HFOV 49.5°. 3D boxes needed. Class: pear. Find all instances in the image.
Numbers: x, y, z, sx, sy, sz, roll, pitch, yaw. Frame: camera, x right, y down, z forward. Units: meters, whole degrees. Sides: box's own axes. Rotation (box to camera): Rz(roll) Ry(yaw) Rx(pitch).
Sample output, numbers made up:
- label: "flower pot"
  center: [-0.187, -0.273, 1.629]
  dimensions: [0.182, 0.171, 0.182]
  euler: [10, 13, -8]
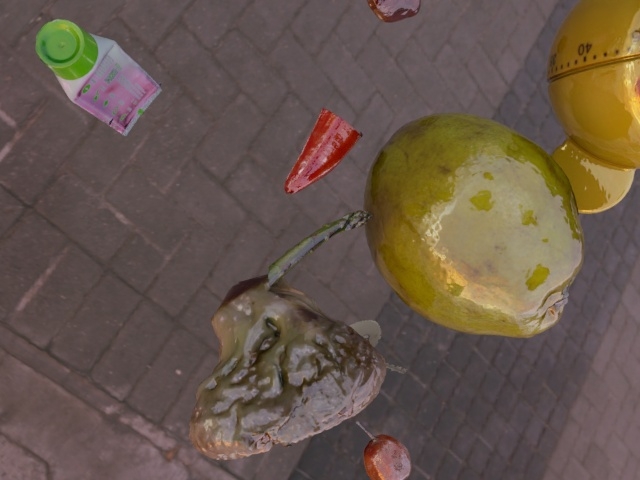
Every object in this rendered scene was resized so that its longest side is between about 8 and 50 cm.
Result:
- label: "pear"
  center: [0.239, -0.023, 1.155]
  dimensions: [0.352, 0.413, 0.352]
  euler: [-22, 139, -21]

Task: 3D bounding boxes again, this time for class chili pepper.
- label: "chili pepper"
  center: [-0.009, -0.149, 1.254]
  dimensions: [0.088, 0.065, 0.169]
  euler: [37, 82, 3]

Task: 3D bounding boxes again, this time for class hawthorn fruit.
- label: "hawthorn fruit"
  center: [0.081, 0.284, 0.943]
  dimensions: [0.067, 0.067, 0.103]
  euler: [-30, 89, -34]

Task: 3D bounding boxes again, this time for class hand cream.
- label: "hand cream"
  center: [-0.247, -0.185, 0.810]
  dimensions: [0.079, 0.275, 0.050]
  euler: [-26, 87, 0]

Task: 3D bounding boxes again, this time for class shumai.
- label: "shumai"
  center: [-0.071, 0.184, 1.147]
  dimensions: [0.346, 0.217, 0.283]
  euler: [-15, 80, -17]

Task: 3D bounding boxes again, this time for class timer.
- label: "timer"
  center: [0.563, -0.246, 1.178]
  dimensions: [0.376, 0.376, 0.387]
  euler: [-13, 96, -38]

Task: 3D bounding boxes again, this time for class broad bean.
- label: "broad bean"
  center: [0.151, -0.529, 1.495]
  dimensions: [0.165, 0.084, 0.114]
  euler: [-17, 108, -52]

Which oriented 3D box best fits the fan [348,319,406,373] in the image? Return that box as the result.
- label: "fan"
  center: [0.095, 0.259, 1.576]
  dimensions: [0.191, 0.329, 0.009]
  euler: [-43, 113, -18]

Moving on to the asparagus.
- label: "asparagus"
  center: [0.001, 0.001, 0.971]
  dimensions: [0.236, 0.027, 0.034]
  euler: [-33, 117, -39]
